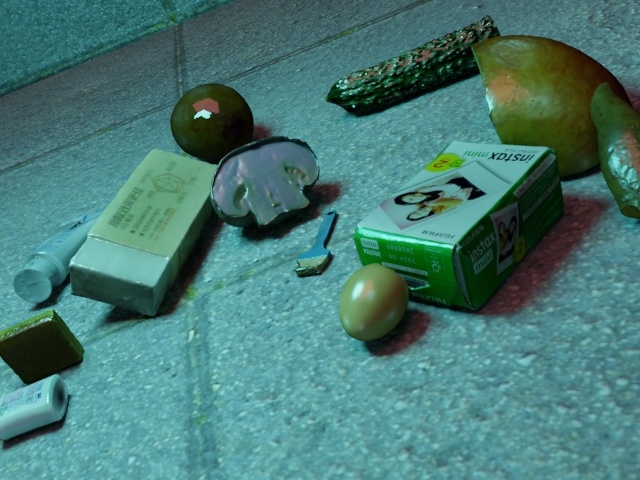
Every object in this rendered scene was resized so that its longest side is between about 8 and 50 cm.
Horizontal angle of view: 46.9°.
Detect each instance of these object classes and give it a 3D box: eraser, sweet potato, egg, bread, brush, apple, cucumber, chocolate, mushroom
[{"bbox_3d":[-0.274,-0.025,1.217,0.144,0.078,0.343,15,38,3],"label":"eraser"},{"bbox_3d":[0.381,-0.121,0.927,0.077,0.077,0.243,-15,54,13],"label":"sweet potato"},{"bbox_3d":[0.060,0.076,0.882,0.080,0.080,0.096,13,54,46],"label":"egg"},{"bbox_3d":[-0.403,0.153,1.055,0.094,0.090,0.035,-24,34,-2],"label":"bread"},{"bbox_3d":[0.000,0.000,1.111,0.051,0.014,0.164,-8,31,21],"label":"brush"},{"bbox_3d":[0.335,-0.223,1.141,0.179,0.254,0.346,-58,12,29],"label":"apple"},{"bbox_3d":[0.182,-0.331,1.454,0.359,0.096,0.096,-23,30,4],"label":"cucumber"},{"bbox_3d":[-0.215,-0.241,1.504,0.177,0.176,0.176,-17,30,10],"label":"chocolate"},{"bbox_3d":[-0.092,-0.089,1.221,0.188,0.141,0.117,-27,-4,-11],"label":"mushroom"}]

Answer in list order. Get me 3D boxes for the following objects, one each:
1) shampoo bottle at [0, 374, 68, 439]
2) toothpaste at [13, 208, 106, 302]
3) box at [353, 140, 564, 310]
[{"bbox_3d":[-0.390,0.224,0.977,0.099,0.043,0.072,-22,29,2],"label":"shampoo bottle"},{"bbox_3d":[-0.477,0.014,1.362,0.114,0.073,0.299,-18,23,9],"label":"toothpaste"},{"bbox_3d":[0.182,-0.030,0.950,0.180,0.103,0.250,12,44,44],"label":"box"}]
